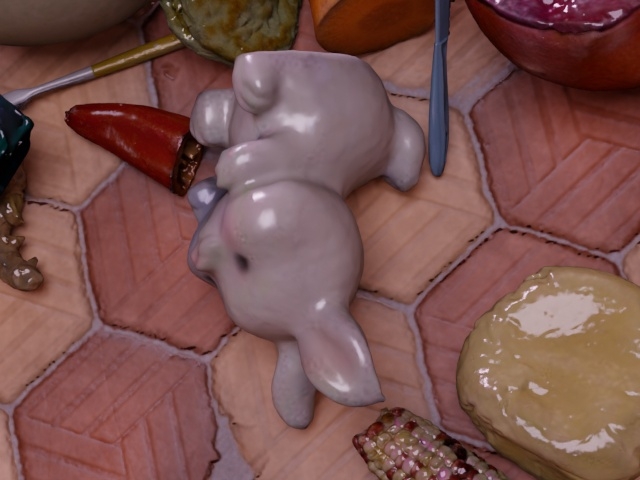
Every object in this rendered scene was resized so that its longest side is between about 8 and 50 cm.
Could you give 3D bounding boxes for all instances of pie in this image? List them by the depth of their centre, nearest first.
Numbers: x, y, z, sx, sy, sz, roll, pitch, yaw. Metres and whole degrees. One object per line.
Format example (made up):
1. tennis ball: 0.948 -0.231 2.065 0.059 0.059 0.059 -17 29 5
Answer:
1. pie: -0.103 -0.316 1.638 0.090 0.201 0.248 -5 70 47

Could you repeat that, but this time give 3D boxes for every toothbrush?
1. toothbrush: -0.234 -0.196 1.692 0.288 0.024 0.021 -20 76 1

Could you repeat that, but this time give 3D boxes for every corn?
1. corn: 0.155 0.258 1.471 0.280 0.092 0.092 38 84 19

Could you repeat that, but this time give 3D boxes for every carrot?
1. carrot: 0.042 -0.328 1.619 0.159 0.159 0.225 -18 66 4

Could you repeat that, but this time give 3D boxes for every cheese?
1. cheese: 0.253 0.130 1.479 0.226 0.117 0.214 36 77 20

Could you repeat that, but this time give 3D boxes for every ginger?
1. ginger: -0.347 -0.020 1.651 0.069 0.051 0.173 -17 78 10

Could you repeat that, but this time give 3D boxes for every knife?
1. knife: 0.127 -0.216 1.551 0.019 0.044 0.313 10 115 24

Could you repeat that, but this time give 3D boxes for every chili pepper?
1. chili pepper: -0.212 -0.115 1.651 0.169 0.065 0.088 22 105 21

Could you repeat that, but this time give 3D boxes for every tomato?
1. tomato: 0.312 -0.283 1.553 0.335 0.176 0.290 -29 51 -3

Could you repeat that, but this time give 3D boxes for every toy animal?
1. toy animal: -0.010 -0.004 1.519 0.241 0.196 0.368 10 71 -18

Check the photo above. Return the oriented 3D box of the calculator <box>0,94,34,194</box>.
1. calculator: -0.462 -0.095 1.649 0.248 0.058 0.274 43 104 20

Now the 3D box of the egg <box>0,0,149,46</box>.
1. egg: -0.332 -0.349 1.613 0.336 0.278 0.278 2 76 10
